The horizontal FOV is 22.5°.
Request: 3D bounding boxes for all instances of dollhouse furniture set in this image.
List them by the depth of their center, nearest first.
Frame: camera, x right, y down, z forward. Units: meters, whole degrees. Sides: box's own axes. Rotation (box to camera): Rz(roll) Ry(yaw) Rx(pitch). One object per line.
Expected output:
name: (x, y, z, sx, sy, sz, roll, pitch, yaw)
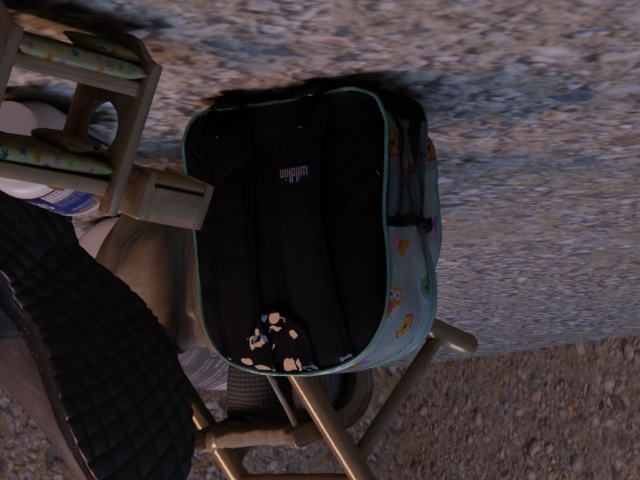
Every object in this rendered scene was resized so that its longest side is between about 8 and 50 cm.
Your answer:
dollhouse furniture set: (-0.170, -0.088, 0.943, 0.161, 0.101, 0.182, 24, -171, 38)

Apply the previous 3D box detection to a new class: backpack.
backpack: (0.000, 0.000, 1.086, 0.166, 0.188, 0.144, -6, 170, 26)

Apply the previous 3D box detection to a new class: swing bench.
swing bench: (-0.059, 0.076, 1.327, 0.255, 0.165, 0.253, 43, 156, -15)

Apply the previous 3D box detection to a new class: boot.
boot: (-0.246, 0.069, 1.258, 0.223, 0.338, 0.118, -12, -162, 46)

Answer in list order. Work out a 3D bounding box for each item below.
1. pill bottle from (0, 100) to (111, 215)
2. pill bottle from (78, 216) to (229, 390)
pill bottle: (-0.190, -0.058, 1.096, 0.067, 0.067, 0.120, -3, 171, 14)
pill bottle: (-0.112, 0.071, 1.625, 0.161, 0.161, 0.283, -8, 169, 38)
